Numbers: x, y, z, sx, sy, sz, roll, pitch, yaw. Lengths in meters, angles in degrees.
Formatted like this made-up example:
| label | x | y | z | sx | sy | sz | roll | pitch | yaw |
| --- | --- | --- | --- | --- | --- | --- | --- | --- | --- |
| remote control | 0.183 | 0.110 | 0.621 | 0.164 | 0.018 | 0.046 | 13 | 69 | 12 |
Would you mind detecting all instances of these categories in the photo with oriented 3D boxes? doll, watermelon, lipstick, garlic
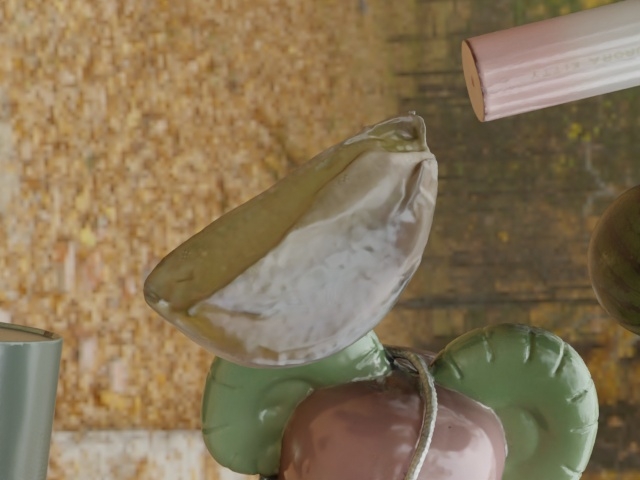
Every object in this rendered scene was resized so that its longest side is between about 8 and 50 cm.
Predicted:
| label | x | y | z | sx | sy | sz | roll | pitch | yaw |
| --- | --- | --- | --- | --- | --- | --- | --- | --- | --- |
| doll | 0.052 | 0.176 | 0.979 | 0.216 | 0.284 | 0.268 | -92 | -171 | -64 |
| watermelon | 0.395 | 0.030 | 1.519 | 0.214 | 0.188 | 0.188 | -93 | 176 | -50 |
| lipstick | 0.310 | -0.197 | 1.362 | 0.087 | 0.327 | 0.087 | 167 | -90 | -89 |
| garlic | -0.002 | 0.014 | 0.796 | 0.087 | 0.196 | 0.101 | 44 | -17 | 48 |

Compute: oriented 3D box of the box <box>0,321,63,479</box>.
| label | x | y | z | sx | sy | sz | roll | pitch | yaw |
| --- | --- | --- | --- | --- | --- | --- | --- | --- | --- |
| box | -0.315 | 0.134 | 1.019 | 0.226 | 0.226 | 0.149 | 16 | 81 | -82 |
